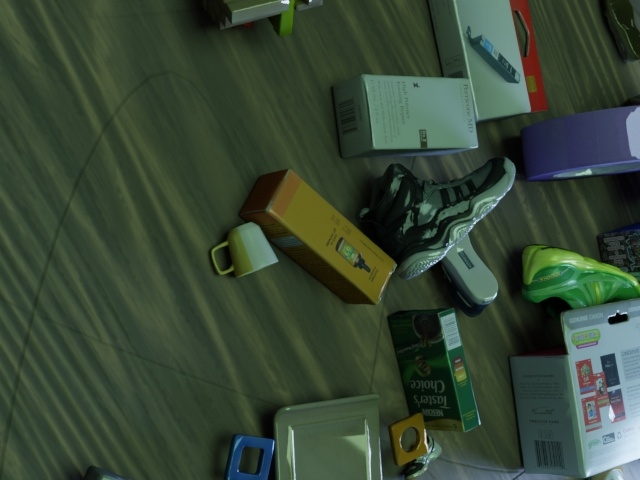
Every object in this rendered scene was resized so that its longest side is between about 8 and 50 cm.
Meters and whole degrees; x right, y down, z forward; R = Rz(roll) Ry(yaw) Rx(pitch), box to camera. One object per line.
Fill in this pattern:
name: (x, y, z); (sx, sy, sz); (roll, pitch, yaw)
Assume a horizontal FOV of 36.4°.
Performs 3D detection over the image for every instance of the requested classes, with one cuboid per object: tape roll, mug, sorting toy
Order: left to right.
mug: (-0.102, 0.012, 1.313); (0.078, 0.062, 0.064); (-19, 88, -45)
sorting toy: (0.008, 0.317, 1.367); (0.347, 0.047, 0.196); (-1, 92, -36)
tape roll: (0.483, -0.162, 1.657); (0.274, 0.274, 0.090); (-4, 88, -38)

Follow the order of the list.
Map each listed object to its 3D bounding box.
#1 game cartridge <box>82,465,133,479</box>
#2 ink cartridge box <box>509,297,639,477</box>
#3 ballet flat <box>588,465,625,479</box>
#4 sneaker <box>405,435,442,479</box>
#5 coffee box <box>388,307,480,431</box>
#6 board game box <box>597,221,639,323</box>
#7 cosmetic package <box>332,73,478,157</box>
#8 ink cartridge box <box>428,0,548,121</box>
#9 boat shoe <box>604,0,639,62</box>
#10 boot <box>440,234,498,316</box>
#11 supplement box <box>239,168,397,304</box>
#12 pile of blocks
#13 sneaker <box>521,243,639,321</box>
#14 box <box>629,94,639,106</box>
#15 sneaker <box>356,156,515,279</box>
game cartridge: (-0.173, 0.438, 1.182); (0.355, 0.068, 0.230); (31, 80, -31)
ink cartridge box: (0.484, 0.244, 1.698); (0.309, 0.130, 0.272); (-4, 86, -39)
ballet flat: (0.501, 0.474, 1.717); (0.080, 0.073, 0.232); (47, 59, -25)
sneaker: (0.150, 0.333, 1.491); (0.083, 0.032, 0.037); (-39, 94, -40)
coffee box: (0.170, 0.195, 1.469); (0.040, 0.113, 0.184); (-16, 96, -40)
board game box: (0.680, 0.103, 1.862); (0.232, 0.141, 0.291); (-12, 92, -38)
cosmetic package: (0.135, -0.191, 1.509); (0.231, 0.085, 0.117); (-7, 89, -37)
ink cartridge box: (0.307, -0.359, 1.679); (0.261, 0.066, 0.296); (-14, 93, -37)
boat shoe: (0.596, -0.427, 1.934); (0.056, 0.048, 0.153); (-32, 97, -24)
boot: (0.210, 0.032, 1.557); (0.069, 0.086, 0.190); (-20, 69, -18)
supplement box: (0.000, 0.000, 1.383); (0.233, 0.080, 0.078); (40, 63, -26)
pile of blocks: (-0.021, -0.374, 1.381); (0.149, 0.113, 0.362); (35, 57, 18)
sneaker: (0.453, 0.087, 1.725); (0.295, 0.109, 0.124); (15, 92, -34)
box: (0.690, -0.183, 1.844); (0.243, 0.117, 0.214); (-55, 126, -76)
sneaker: (0.175, -0.075, 1.481); (0.268, 0.101, 0.153); (-43, 92, -22)
